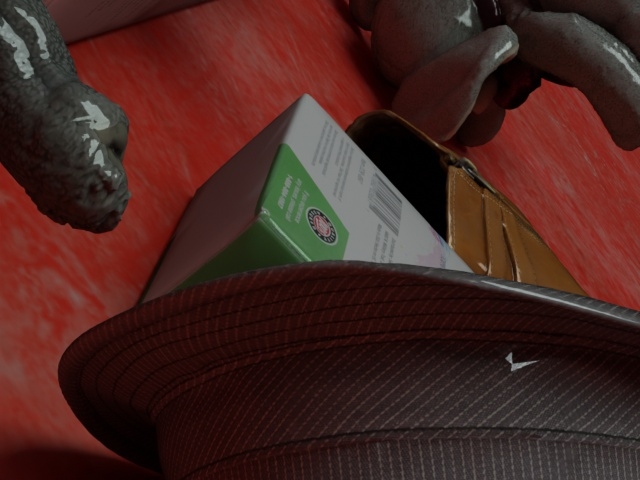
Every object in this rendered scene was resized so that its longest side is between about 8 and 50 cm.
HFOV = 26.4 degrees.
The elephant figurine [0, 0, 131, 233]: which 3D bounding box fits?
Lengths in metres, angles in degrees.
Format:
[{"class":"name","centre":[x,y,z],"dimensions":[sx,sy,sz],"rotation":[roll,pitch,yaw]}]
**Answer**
[{"class":"elephant figurine","centre":[-0.187,-0.100,0.446],"dimensions":[0.169,0.186,0.239],"rotation":[-13,92,-30]}]

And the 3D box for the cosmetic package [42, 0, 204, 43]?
[{"class":"cosmetic package","centre":[-0.116,-0.267,0.815],"dimensions":[0.230,0.161,0.453],"rotation":[51,22,-2]}]

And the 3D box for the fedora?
[{"class":"fedora","centre":[0.041,0.112,0.488],"dimensions":[0.275,0.244,0.124],"rotation":[23,57,-45]}]

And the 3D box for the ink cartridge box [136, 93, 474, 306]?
[{"class":"ink cartridge box","centre":[0.024,0.052,0.687],"dimensions":[0.212,0.093,0.154],"rotation":[44,23,-14]}]

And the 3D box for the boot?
[{"class":"boot","centre":[0.128,0.047,0.833],"dimensions":[0.220,0.109,0.283],"rotation":[43,15,-52]}]

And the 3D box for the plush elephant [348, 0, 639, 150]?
[{"class":"plush elephant","centre":[0.162,-0.173,1.149],"dimensions":[0.330,0.255,0.272],"rotation":[43,31,-40]}]
